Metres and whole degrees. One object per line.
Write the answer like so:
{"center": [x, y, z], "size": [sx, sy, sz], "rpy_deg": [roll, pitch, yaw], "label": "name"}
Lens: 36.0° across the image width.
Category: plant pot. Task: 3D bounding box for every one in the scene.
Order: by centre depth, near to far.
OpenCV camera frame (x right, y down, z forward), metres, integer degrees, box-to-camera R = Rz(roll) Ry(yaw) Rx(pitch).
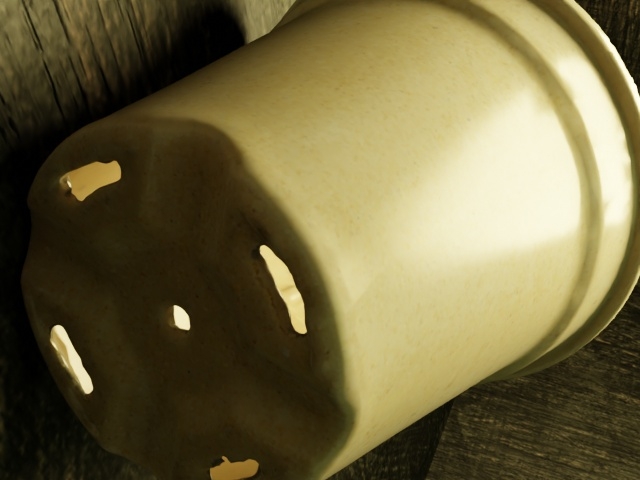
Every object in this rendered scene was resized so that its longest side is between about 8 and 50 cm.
{"center": [0.000, 0.000, 0.620], "size": [0.305, 0.334, 0.334], "rpy_deg": [-31, 134, -50], "label": "plant pot"}
